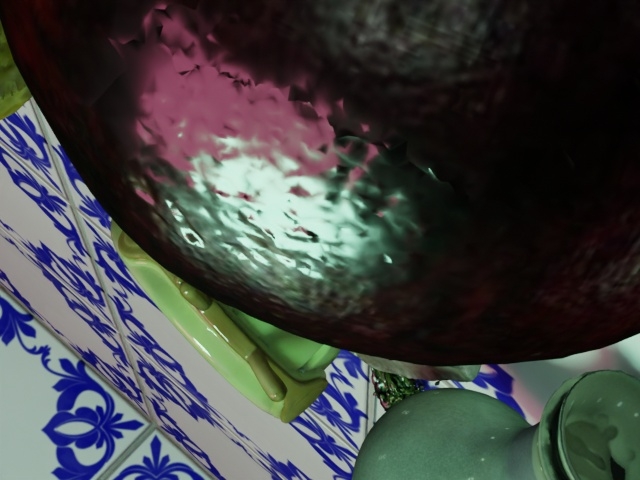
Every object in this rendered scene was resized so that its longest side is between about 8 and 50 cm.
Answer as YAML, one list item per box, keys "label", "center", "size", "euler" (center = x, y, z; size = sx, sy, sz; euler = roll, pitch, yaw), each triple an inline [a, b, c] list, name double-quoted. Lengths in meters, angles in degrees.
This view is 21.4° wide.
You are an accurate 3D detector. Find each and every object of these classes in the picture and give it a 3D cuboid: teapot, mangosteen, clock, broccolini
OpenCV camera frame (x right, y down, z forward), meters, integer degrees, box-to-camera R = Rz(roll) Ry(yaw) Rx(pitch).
- label: "teapot"
  center: [0.141, 0.177, 1.235]
  size: [0.183, 0.183, 0.251]
  euler: [46, 144, -6]
- label: "mangosteen"
  center: [0.050, -0.125, 0.564]
  size: [0.307, 0.307, 0.347]
  euler: [40, 135, 15]
- label: "clock"
  center: [-0.075, 0.050, 1.476]
  size: [0.235, 0.096, 0.308]
  euler: [48, -179, -11]
- label: "broccolini"
  center: [0.037, 0.074, 1.528]
  size: [0.218, 0.044, 0.042]
  euler: [61, 173, -33]

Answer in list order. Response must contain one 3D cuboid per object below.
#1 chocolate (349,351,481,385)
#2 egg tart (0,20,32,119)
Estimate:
- label: "chocolate"
  center: [0.000, 0.000, 1.285]
  size: [0.303, 0.100, 0.185]
  euler: [40, 160, -20]
- label: "egg tart"
  center: [-0.329, -0.235, 1.145]
  size: [0.388, 0.388, 0.169]
  euler: [41, 132, 9]
